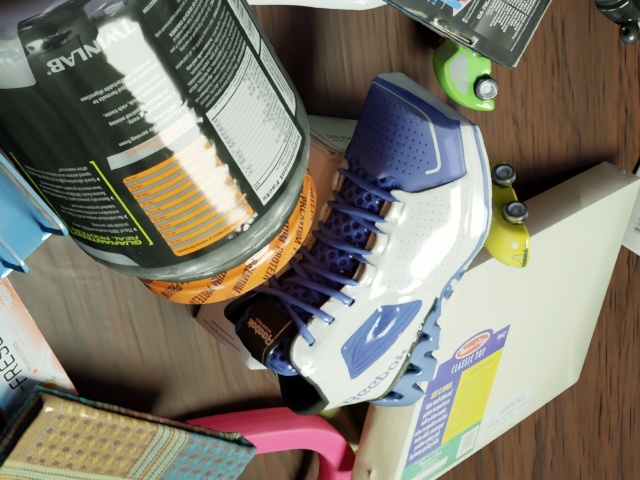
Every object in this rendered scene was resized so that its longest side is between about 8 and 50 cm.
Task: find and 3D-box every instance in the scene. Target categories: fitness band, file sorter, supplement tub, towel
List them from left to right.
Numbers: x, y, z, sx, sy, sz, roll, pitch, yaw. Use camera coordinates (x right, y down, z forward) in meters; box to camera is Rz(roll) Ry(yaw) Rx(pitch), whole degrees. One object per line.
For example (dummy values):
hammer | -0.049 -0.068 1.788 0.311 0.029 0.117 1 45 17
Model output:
file sorter | -0.281 0.008 1.212 0.170 0.104 0.118 -44 107 -14
towel | -0.251 0.290 1.484 0.271 0.040 0.370 21 111 -48
supplement tub | -0.136 -0.112 1.224 0.207 0.207 0.338 -44 140 -13
fitness band | -0.092 0.262 1.662 0.291 0.054 0.209 -4 119 -37

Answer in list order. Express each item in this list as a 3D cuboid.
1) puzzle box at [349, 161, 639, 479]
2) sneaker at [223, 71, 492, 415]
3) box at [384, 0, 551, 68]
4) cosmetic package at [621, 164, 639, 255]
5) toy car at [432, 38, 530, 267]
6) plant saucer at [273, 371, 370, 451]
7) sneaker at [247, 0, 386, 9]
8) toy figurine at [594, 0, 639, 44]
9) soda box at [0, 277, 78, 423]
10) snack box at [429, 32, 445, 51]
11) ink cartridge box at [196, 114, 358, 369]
puzzle box | 0.189 0.089 1.767 0.409 0.052 0.272 -23 134 -51
sneaker | 0.024 0.031 1.418 0.182 0.127 0.315 -17 129 -39
box | 0.109 -0.316 1.292 0.293 0.073 0.295 22 100 -41
cosmetic package | 0.517 -0.143 1.968 0.284 0.097 0.377 8 112 -46
toy car | 0.134 -0.106 1.561 0.053 0.239 0.225 -10 111 -6
plant saucer | 0.057 0.122 1.730 0.188 0.045 0.188 -43 141 -14
sneaker | -0.008 -0.241 1.356 0.258 0.094 0.091 -11 129 -40
toy figurine | 0.388 -0.265 1.655 0.148 0.209 0.213 20 102 -57
soda box | -0.262 0.077 1.358 0.063 0.058 0.183 -40 139 -17
snack box | 0.157 -0.255 1.573 0.064 0.022 0.178 -2 119 -45
ink cartridge box | 0.000 0.000 1.544 0.159 0.092 0.217 2 118 -47
